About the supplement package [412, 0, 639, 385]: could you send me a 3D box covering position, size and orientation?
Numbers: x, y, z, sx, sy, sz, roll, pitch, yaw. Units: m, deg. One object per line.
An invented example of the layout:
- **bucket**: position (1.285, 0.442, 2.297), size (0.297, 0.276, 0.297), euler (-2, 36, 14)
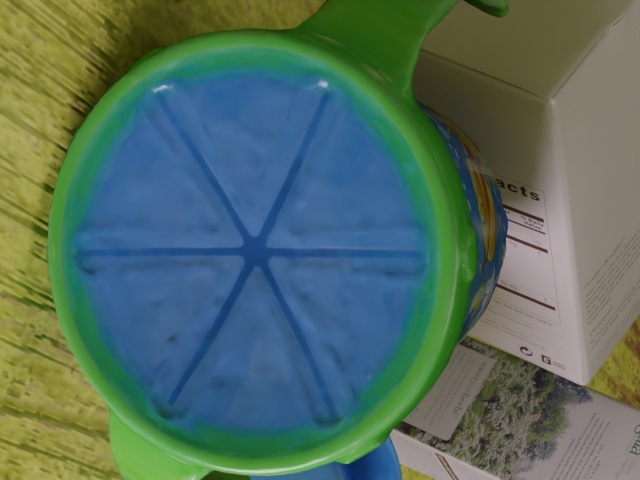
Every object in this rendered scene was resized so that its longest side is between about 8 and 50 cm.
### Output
- **supplement package**: position (0.141, -0.078, 1.239), size (0.177, 0.175, 0.293), euler (-49, 147, -26)

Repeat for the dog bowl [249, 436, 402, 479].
- **dog bowl**: position (-0.059, 0.226, 1.155), size (0.297, 0.166, 0.074), euler (-60, 162, -13)

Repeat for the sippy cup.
- **sippy cup**: position (0.000, 0.000, 1.038), size (0.240, 0.305, 0.224), euler (66, 21, 5)

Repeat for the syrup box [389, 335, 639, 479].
- **syrup box**: position (0.151, 0.149, 1.358), size (0.093, 0.237, 0.096), euler (-58, 150, -17)
